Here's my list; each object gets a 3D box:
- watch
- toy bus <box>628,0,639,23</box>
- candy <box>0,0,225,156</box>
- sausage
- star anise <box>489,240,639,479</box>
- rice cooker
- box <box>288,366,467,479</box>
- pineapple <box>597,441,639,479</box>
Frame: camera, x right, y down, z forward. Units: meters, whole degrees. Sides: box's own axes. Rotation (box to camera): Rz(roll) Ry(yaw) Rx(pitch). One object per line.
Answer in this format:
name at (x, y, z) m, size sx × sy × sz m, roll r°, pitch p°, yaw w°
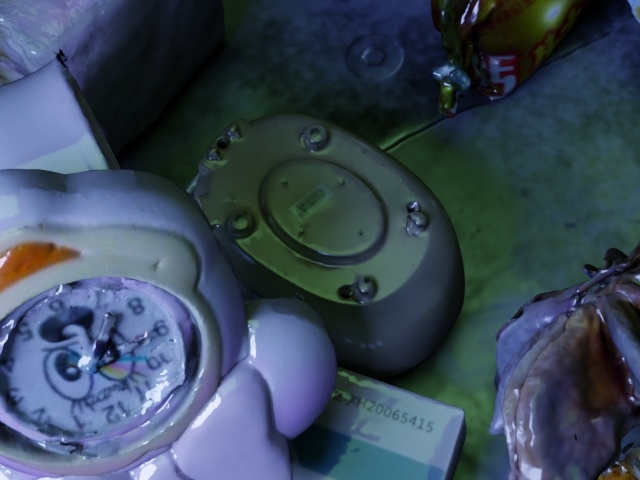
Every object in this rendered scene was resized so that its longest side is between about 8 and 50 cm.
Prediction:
watch at (-0.127, 0.025, 0.557) m, size 0.211 × 0.248 × 0.217 m, roll -26°, pitch 36°, yaw -6°
toy bus at (0.339, -0.274, 0.717) m, size 0.136 × 0.109 × 0.330 m, roll 46°, pitch 68°, yaw -8°
candy at (-0.172, -0.169, 0.731) m, size 0.137 × 0.185 × 0.195 m, roll 30°, pitch 67°, yaw 15°
sausage at (0.165, -0.223, 0.738) m, size 0.117 × 0.125 × 0.317 m, roll 27°, pitch 70°, yaw 18°
star anise at (0.178, 0.060, 0.562) m, size 0.236 × 0.229 × 0.093 m, roll -42°, pitch 97°, yaw -33°
rice cooker at (0.000, 0.000, 0.648) m, size 0.206 × 0.127 × 0.145 m, roll 36°, pitch 72°, yaw 13°
box at (-0.101, 0.150, 0.618) m, size 0.343 × 0.065 × 0.200 m, roll 17°, pitch 67°, yaw 15°
pineapple at (0.270, 0.117, 0.551) m, size 0.233 × 0.135 × 0.079 m, roll -20°, pitch 64°, yaw -5°
